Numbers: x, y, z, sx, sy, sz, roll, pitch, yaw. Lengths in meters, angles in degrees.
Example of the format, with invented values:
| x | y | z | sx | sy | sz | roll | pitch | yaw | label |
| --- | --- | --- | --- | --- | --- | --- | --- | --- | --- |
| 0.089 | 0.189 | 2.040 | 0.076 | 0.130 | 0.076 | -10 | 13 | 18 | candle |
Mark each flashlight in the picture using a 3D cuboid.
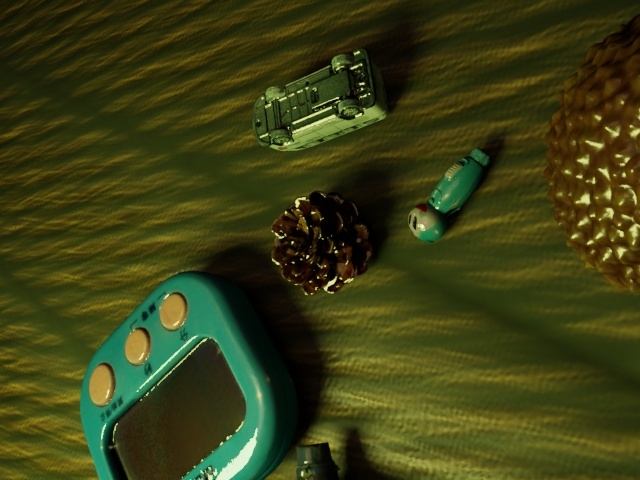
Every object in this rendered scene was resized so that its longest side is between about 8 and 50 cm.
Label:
| x | y | z | sx | sy | sz | roll | pitch | yaw | label |
| --- | --- | --- | --- | --- | --- | --- | --- | --- | --- |
| 0.158 | -0.055 | 0.683 | 0.051 | 0.051 | 0.129 | 43 | 97 | 31 | flashlight |

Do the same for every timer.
| x | y | z | sx | sy | sz | roll | pitch | yaw | label |
| --- | --- | --- | --- | --- | --- | --- | --- | --- | --- |
| -0.196 | 0.233 | 0.803 | 0.340 | 0.115 | 0.309 | -43 | 60 | 18 | timer |

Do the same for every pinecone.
| x | y | z | sx | sy | sz | roll | pitch | yaw | label |
| --- | --- | --- | --- | --- | --- | --- | --- | --- | --- |
| -0.001 | 0.002 | 0.725 | 0.140 | 0.120 | 0.141 | -3 | 82 | 24 | pinecone |

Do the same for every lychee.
| x | y | z | sx | sy | sz | roll | pitch | yaw | label |
| --- | --- | --- | --- | --- | --- | --- | --- | --- | --- |
| 0.324 | -0.067 | 0.465 | 0.267 | 0.267 | 0.268 | -7 | 77 | 31 | lychee |

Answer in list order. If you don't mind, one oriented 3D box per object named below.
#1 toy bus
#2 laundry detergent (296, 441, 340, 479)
| x | y | z | sx | sy | sz | roll | pitch | yaw | label |
| --- | --- | --- | --- | --- | --- | --- | --- | --- | --- |
| 0.000 | -0.183 | 0.778 | 0.193 | 0.089 | 0.087 | -16 | 73 | 29 | toy bus |
| -0.003 | 0.388 | 0.656 | 0.214 | 0.105 | 0.281 | -22 | 71 | 29 | laundry detergent |
